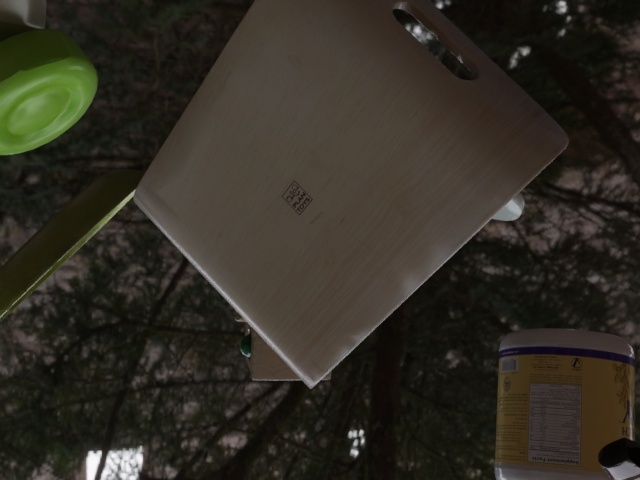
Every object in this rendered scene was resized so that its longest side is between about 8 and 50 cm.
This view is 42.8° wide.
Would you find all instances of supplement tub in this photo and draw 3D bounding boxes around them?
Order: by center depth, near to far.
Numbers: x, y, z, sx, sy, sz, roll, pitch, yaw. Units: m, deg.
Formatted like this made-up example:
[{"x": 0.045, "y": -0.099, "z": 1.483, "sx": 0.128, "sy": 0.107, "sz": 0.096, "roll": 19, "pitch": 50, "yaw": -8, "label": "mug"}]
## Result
[{"x": 0.436, "y": 0.338, "z": 1.462, "sx": 0.240, "sy": 0.241, "sz": 0.332, "roll": 7, "pitch": -104, "yaw": -9, "label": "supplement tub"}]

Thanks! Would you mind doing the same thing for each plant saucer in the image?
[{"x": -0.277, "y": 0.001, "z": 0.866, "sx": 0.037, "sy": 0.241, "sz": 0.241, "roll": 47, "pitch": -140, "yaw": -10, "label": "plant saucer"}]

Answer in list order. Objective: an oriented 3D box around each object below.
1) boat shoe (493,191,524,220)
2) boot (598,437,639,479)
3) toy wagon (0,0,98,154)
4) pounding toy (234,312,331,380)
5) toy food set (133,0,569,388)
[{"x": 0.148, "y": -0.112, "z": 0.937, "sx": 0.227, "sy": 0.079, "sz": 0.081, "roll": 34, "pitch": -115, "yaw": -6, "label": "boat shoe"}, {"x": 0.237, "y": 0.142, "z": 0.507, "sx": 0.087, "sy": 0.118, "sz": 0.042, "roll": 32, "pitch": -127, "yaw": -23, "label": "boot"}, {"x": -0.258, "y": -0.090, "z": 0.379, "sx": 0.267, "sy": 0.344, "sz": 0.068, "roll": 52, "pitch": -158, "yaw": 12, "label": "toy wagon"}, {"x": -0.059, "y": 0.132, "z": 1.145, "sx": 0.141, "sy": 0.100, "sz": 0.130, "roll": 2, "pitch": -168, "yaw": -12, "label": "pounding toy"}, {"x": 0.004, "y": -0.047, "z": 0.628, "sx": 0.220, "sy": 0.306, "sz": 0.092, "roll": 46, "pitch": -145, "yaw": 7, "label": "toy food set"}]
